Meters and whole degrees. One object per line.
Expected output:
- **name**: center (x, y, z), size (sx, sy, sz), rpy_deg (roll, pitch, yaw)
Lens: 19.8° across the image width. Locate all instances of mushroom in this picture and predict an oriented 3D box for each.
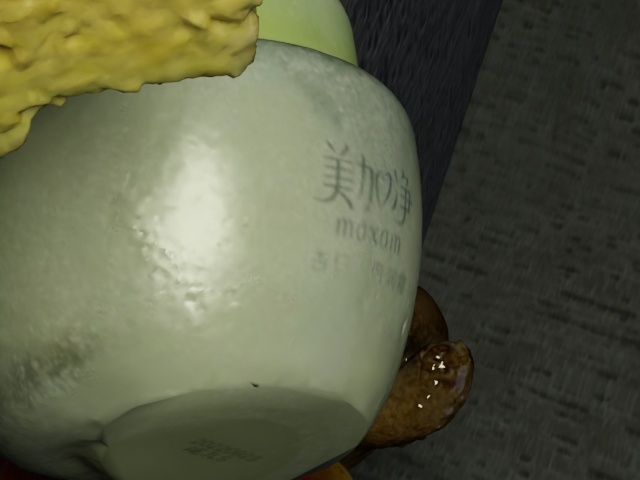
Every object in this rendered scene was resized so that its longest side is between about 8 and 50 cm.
- **mushroom**: center (-0.001, 0.168, 2.091), size (0.345, 0.345, 0.239), rpy_deg (91, -14, -50)

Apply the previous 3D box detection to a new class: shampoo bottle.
- **shampoo bottle**: center (-0.096, -0.004, 1.153), size (0.322, 0.323, 0.317), rpy_deg (69, 15, -72)

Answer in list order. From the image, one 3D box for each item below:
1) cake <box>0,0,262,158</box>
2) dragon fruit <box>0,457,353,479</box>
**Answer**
- **cake**: center (-0.158, -0.210, 0.803), size (0.227, 0.222, 0.286), rpy_deg (87, -11, -56)
- **dragon fruit**: center (-0.116, 0.202, 1.468), size (0.243, 0.307, 0.227), rpy_deg (157, -59, -83)
